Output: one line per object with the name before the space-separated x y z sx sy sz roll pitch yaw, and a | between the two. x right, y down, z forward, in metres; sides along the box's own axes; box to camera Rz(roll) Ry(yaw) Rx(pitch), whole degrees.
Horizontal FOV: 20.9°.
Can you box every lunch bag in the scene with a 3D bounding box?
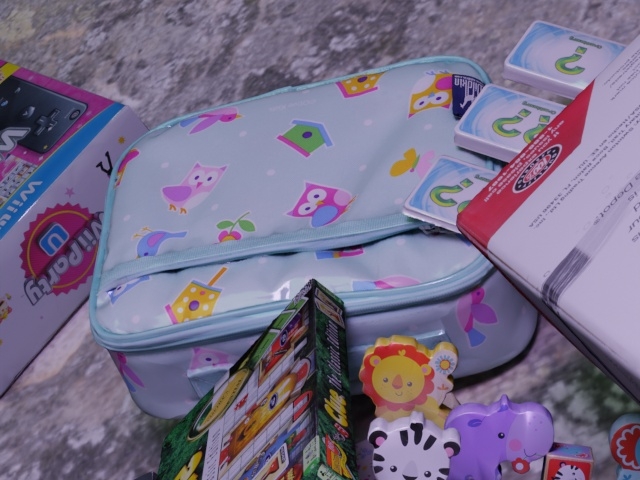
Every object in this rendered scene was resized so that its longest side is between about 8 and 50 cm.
lunch bag | 0.000 0.000 1.082 0.279 0.108 0.224 -12 39 15

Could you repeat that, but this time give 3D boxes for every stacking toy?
stacking toy | 0.124 0.097 0.818 0.221 0.052 0.167 7 11 3

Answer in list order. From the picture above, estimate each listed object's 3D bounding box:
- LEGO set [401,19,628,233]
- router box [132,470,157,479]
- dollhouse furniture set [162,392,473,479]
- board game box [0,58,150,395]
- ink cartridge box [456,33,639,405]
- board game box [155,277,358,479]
LEGO set | 0.192 -0.049 0.977 0.244 0.060 0.182 21 52 23
router box | -0.140 0.207 1.061 0.122 0.038 0.092 -27 37 13
dollhouse furniture set | 0.026 0.137 0.891 0.303 0.174 0.355 -27 38 12
board game box | -0.275 -0.030 1.376 0.224 0.097 0.303 -49 40 -15
ink cartridge box | 0.193 -0.012 0.743 0.197 0.114 0.273 -45 15 2
board game box | -0.037 0.112 0.866 0.136 0.030 0.260 -50 11 11
